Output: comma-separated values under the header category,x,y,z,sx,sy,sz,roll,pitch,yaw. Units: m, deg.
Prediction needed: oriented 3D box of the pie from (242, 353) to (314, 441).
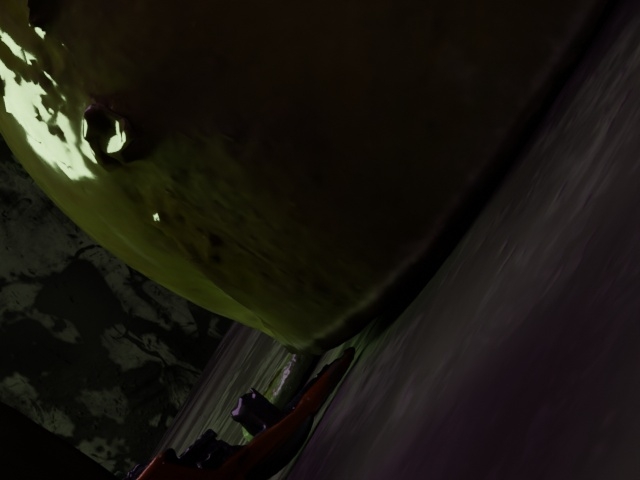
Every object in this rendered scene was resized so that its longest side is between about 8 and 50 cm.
category,x,y,z,sx,sy,sz,roll,pitch,yaw
pie,-0.026,0.097,1.139,0.085,0.017,0.085,-57,2,3

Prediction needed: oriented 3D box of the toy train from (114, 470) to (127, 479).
category,x,y,z,sx,sy,sz,roll,pitch,yaw
toy train,-0.158,0.241,1.216,0.200,0.083,0.132,-55,0,26

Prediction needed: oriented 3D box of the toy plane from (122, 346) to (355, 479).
category,x,y,z,sx,sy,sz,roll,pitch,yaw
toy plane,-0.053,0.118,0.878,0.188,0.062,0.135,-55,-25,-21

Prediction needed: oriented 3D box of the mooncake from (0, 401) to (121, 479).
category,x,y,z,sx,sy,sz,roll,pitch,yaw
mooncake,-0.153,0.205,0.636,0.284,0.155,0.284,-58,5,7

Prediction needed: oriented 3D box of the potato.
category,x,y,z,sx,sy,sz,roll,pitch,yaw
potato,-0.019,-0.198,0.938,0.442,0.319,0.385,-57,11,-10
